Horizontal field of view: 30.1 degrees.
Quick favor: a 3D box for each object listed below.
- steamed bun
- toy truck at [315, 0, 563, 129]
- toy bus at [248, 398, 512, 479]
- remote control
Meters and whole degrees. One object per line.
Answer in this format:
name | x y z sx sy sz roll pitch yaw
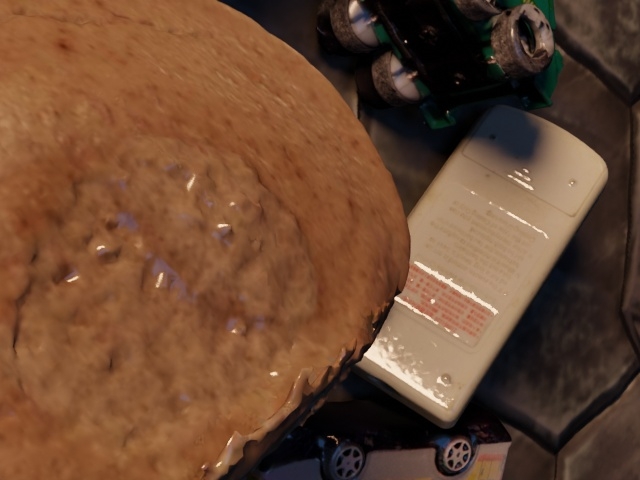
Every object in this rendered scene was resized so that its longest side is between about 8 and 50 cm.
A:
steamed bun | -0.137 0.026 0.403 0.199 0.251 0.301 57 40 -7
toy truck | 0.049 -0.168 0.619 0.216 0.110 0.116 52 53 -26
toy bus | 0.026 0.128 0.654 0.172 0.057 0.072 3 101 -36
remote control | 0.087 0.008 0.676 0.087 0.029 0.190 31 70 13
